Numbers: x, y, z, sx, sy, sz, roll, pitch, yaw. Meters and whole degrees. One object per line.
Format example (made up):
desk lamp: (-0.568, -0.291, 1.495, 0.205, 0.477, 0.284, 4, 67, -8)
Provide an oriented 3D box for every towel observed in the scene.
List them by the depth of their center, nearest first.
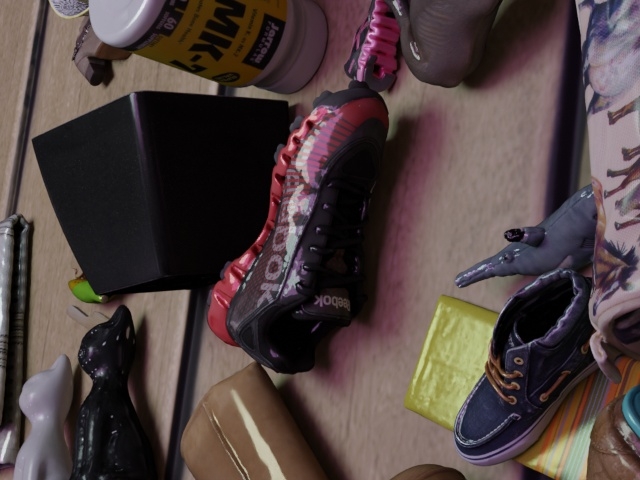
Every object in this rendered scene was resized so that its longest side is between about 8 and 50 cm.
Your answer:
towel: (0.161, 0.116, 0.920, 0.237, 0.021, 0.102, 18, 88, 50)
towel: (-0.478, 0.154, 1.588, 0.312, 0.056, 0.324, -19, 67, 44)

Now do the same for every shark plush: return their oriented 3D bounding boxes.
shark plush: (0.164, -0.007, 0.910, 0.161, 0.067, 0.073, -14, 70, 45)

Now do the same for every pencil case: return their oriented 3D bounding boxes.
pencil case: (0.237, -0.121, 0.790, 0.183, 0.160, 0.410, -14, 69, 37)

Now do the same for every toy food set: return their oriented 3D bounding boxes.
toy food set: (-0.249, 0.010, 1.385, 0.132, 0.038, 0.192, 20, 94, 49)

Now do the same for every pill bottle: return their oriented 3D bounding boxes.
pill bottle: (-0.101, -0.213, 1.153, 0.119, 0.208, 0.119, -16, 68, 45)

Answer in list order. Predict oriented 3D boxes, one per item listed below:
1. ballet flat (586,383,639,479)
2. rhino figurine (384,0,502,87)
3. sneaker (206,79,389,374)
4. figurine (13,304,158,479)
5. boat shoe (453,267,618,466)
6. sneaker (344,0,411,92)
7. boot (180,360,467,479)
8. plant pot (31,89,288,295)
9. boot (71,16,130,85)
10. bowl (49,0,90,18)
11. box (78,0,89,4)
ballet flat: (0.268, 0.232, 0.708, 0.342, 0.116, 0.124, 48, 135, 39)
rhino figurine: (0.112, -0.216, 0.959, 0.243, 0.073, 0.106, 109, 147, -57)
sneaker: (0.000, 0.000, 1.069, 0.135, 0.097, 0.276, 45, 115, 45)
figurine: (-0.264, 0.201, 1.324, 0.215, 0.092, 0.209, -34, 49, 38)
boat shoe: (0.141, 0.088, 0.872, 0.183, 0.083, 0.065, -49, 44, 23)
sneaker: (0.052, -0.195, 1.109, 0.057, 0.047, 0.119, 32, 103, 59)
boot: (-0.012, 0.198, 1.037, 0.236, 0.089, 0.269, -56, 44, 21)
plant pot: (-0.147, -0.038, 1.190, 0.188, 0.187, 0.167, -13, 82, 45)
boot: (-0.262, -0.246, 1.468, 0.118, 0.042, 0.087, -46, 47, 30)
bowl: (-0.246, -0.333, 1.443, 0.170, 0.080, 0.170, -16, 67, 45)
box: (-0.136, -0.325, 1.196, 0.213, 0.243, 0.117, -46, 49, 31)
